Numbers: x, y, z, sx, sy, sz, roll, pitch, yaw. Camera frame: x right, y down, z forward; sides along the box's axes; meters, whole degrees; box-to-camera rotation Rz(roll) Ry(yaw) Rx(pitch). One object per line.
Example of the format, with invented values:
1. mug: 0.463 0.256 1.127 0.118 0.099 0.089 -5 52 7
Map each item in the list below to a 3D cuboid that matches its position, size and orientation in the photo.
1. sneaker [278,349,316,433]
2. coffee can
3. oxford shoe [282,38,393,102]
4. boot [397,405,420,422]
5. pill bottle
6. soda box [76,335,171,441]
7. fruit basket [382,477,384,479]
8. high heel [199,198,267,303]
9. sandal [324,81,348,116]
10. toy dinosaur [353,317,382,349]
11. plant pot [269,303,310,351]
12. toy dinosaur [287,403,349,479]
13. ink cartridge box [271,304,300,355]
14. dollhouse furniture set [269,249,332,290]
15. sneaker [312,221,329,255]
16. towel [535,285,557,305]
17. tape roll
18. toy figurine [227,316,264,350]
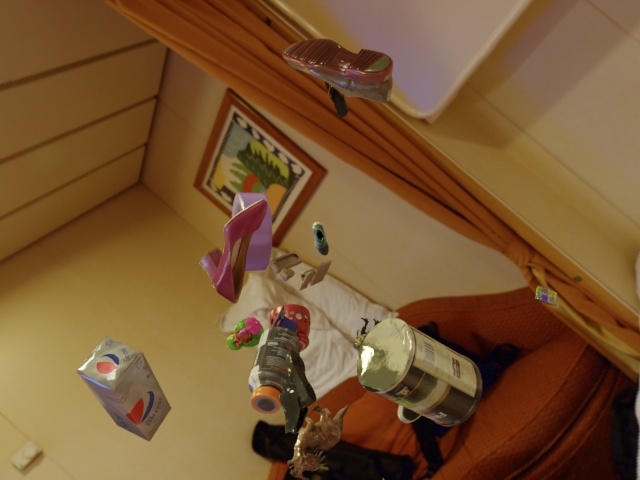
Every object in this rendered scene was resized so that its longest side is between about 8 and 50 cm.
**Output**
1. sneaker: -0.066 0.343 1.021 0.089 0.170 0.051 -42 -42 15
2. coffee can: 0.265 0.355 1.199 0.201 0.275 0.201 -43 28 30
3. oxford shoe: 0.040 -0.458 1.228 0.123 0.348 0.130 -50 -30 -20
4. boot: 0.321 0.562 1.635 0.244 0.088 0.176 -50 7 -35
5. pill bottle: -0.140 0.387 1.326 0.130 0.130 0.246 -51 15 30
6. soda box: -0.421 0.335 0.981 0.286 0.098 0.091 94 -160 -47
7. fruit basket: 0.174 0.914 1.255 0.165 0.327 0.353 -8 42 23
8. high heel: -0.151 0.026 0.879 0.244 0.117 0.082 -43 -6 31
9. sandal: 0.064 -0.589 1.803 0.067 0.179 0.040 -18 5 35
10. toy dinosaur: 0.200 0.384 1.851 0.268 0.064 0.118 11 -87 -59
11. plant pot: -0.134 0.409 2.030 0.191 0.191 0.174 -51 33 36
12. toy dinosaur: -0.003 0.728 1.627 0.295 0.200 0.127 -22 -34 -19
13. ink cartridge box: -0.137 0.464 1.809 0.176 0.069 0.371 -64 -27 -59
14. dollhouse furniture set: -0.073 0.081 1.604 0.144 0.151 0.123 -22 -28 -35
15. sneaker: 0.000 0.000 2.054 0.065 0.166 0.076 -17 20 2
16. towel: 0.867 0.212 1.705 0.009 0.083 0.060 112 179 -66
17. tape roll: -0.245 -0.029 1.558 0.090 0.275 0.275 -2 -24 -21
18. toy figurine: -0.314 0.383 1.877 0.173 0.130 0.159 -31 -14 -24
